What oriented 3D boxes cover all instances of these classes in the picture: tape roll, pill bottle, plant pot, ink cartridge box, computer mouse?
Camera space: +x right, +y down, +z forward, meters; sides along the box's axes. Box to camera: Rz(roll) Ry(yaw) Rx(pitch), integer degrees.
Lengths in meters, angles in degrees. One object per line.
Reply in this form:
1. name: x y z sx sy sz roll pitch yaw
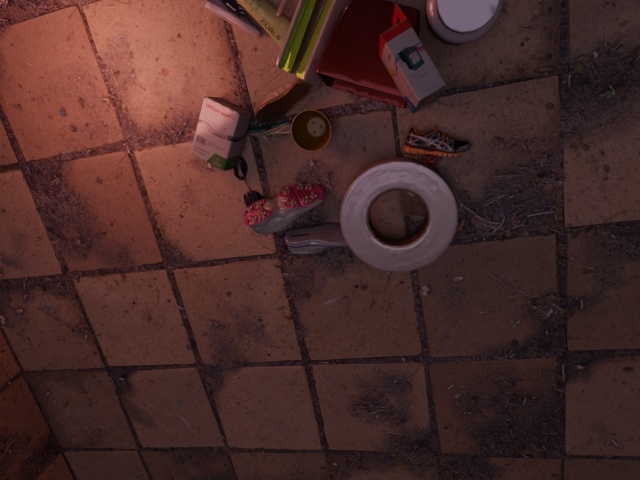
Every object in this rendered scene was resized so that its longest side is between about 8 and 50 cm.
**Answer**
1. tape roll: 0.259 -0.080 1.530 0.391 0.072 0.392 3 112 8
2. pill bottle: 0.371 -0.615 1.197 0.187 0.334 0.188 4 112 10
3. plant pot: 0.162 -0.548 1.328 0.267 0.267 0.236 18 102 4
4. plant pot: -0.022 -0.370 1.514 0.134 0.095 0.134 4 112 10
5. ink cartridge box: 0.212 -0.448 1.139 0.078 0.134 0.231 -30 88 5
6. computer mouse: -0.264 -0.187 1.673 0.071 0.041 0.242 -16 107 19
7. ink cartridge box: -0.344 -0.370 1.576 0.153 0.087 0.209 29 116 12

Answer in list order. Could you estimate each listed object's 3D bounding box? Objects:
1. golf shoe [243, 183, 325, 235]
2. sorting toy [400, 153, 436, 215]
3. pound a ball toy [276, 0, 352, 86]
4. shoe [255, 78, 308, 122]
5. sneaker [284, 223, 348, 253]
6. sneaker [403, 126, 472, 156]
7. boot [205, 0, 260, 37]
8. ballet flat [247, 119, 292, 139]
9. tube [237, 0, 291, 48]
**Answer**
1. golf shoe: -0.120 -0.109 1.653 0.306 0.115 0.140 -19 143 8
2. sorting toy: 0.338 -0.167 1.548 0.132 0.046 0.275 -6 111 14
3. pound a ball toy: -0.027 -0.660 1.383 0.208 0.135 0.319 35 112 25
4. shoe: -0.128 -0.468 1.525 0.219 0.058 0.076 -27 135 25
5. sneaker: 0.000 0.000 1.678 0.257 0.094 0.091 -1 144 6
6. sneaker: 0.376 -0.316 1.461 0.214 0.084 0.083 7 108 10
7. boot: -0.261 -0.725 1.439 0.189 0.069 0.086 28 97 -12
8. ballet flat: -0.169 -0.370 1.570 0.168 0.057 0.052 -7 120 15
9. tube: -0.156 -0.692 1.427 0.240 0.062 0.070 39 151 -19
